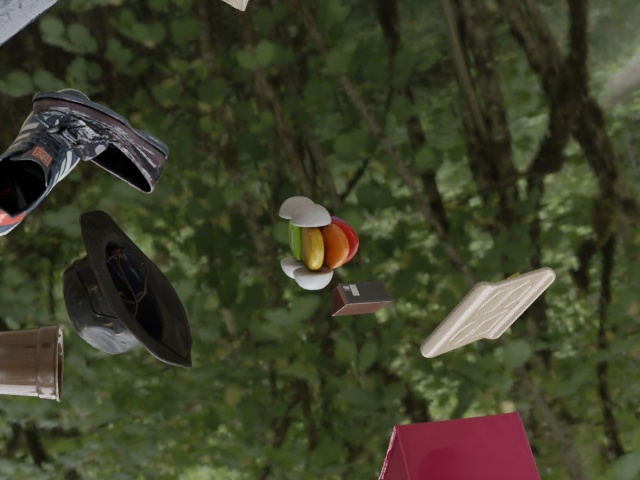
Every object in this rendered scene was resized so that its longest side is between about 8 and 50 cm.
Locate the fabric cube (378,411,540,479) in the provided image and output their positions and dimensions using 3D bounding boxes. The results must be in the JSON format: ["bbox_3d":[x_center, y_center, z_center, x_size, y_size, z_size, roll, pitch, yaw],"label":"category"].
[{"bbox_3d":[0.278,0.520,2.084,0.258,0.254,0.259,-5,143,-11],"label":"fabric cube"}]

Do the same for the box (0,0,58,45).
[{"bbox_3d":[-0.535,-0.498,1.767,0.294,0.296,0.183,-27,133,32],"label":"box"}]

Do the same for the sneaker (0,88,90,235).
[{"bbox_3d":[-0.529,-0.159,1.987,0.148,0.131,0.350,-25,-147,59],"label":"sneaker"}]

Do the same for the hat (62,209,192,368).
[{"bbox_3d":[-0.356,0.114,1.809,0.134,0.331,0.331,-32,179,6],"label":"hat"}]

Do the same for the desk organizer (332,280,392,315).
[{"bbox_3d":[0.073,0.112,2.026,0.130,0.047,0.050,0,149,-47],"label":"desk organizer"}]

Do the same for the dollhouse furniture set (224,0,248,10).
[{"bbox_3d":[-0.149,-0.371,1.224,0.184,0.129,0.129,21,-163,-9],"label":"dollhouse furniture set"}]

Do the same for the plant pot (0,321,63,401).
[{"bbox_3d":[-0.625,0.255,2.185,0.165,0.166,0.167,-1,178,-10],"label":"plant pot"}]

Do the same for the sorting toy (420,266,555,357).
[{"bbox_3d":[0.282,0.116,1.783,0.208,0.038,0.193,-6,143,-45],"label":"sorting toy"}]

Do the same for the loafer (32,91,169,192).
[{"bbox_3d":[-0.385,-0.171,1.862,0.109,0.095,0.302,-6,161,35],"label":"loafer"}]

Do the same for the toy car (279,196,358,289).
[{"bbox_3d":[0.000,0.000,2.005,0.136,0.159,0.182,-7,-166,-18],"label":"toy car"}]
